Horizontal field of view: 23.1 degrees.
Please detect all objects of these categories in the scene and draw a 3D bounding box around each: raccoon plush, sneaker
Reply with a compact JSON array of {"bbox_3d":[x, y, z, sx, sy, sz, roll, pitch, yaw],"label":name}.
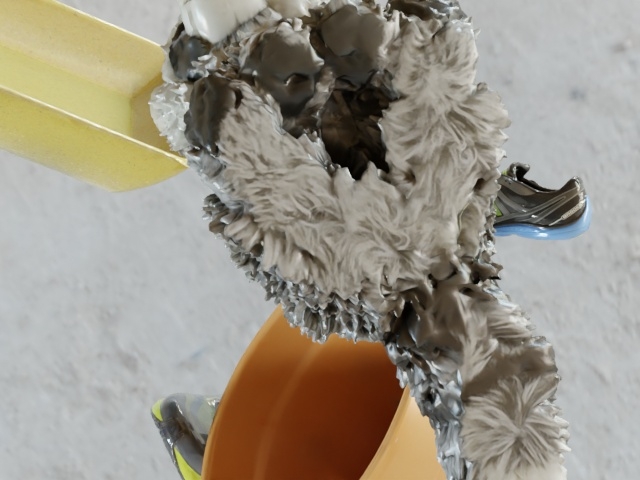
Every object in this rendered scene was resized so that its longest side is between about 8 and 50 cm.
[{"bbox_3d":[0.000,0.000,1.148,0.216,0.446,0.299,-13,6,-14],"label":"raccoon plush"},{"bbox_3d":[-0.050,0.174,1.523,0.121,0.300,0.111,-39,68,23],"label":"sneaker"},{"bbox_3d":[0.185,-0.043,1.606,0.188,0.078,0.067,2,11,21],"label":"sneaker"}]

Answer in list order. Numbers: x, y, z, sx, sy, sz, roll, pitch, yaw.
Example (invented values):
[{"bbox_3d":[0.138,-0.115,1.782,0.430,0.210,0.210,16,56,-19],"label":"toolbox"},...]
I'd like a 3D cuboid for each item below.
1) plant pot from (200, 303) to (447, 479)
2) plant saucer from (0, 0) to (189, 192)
[{"bbox_3d":[0.063,0.177,1.341,0.291,0.203,0.291,-41,32,33],"label":"plant pot"},{"bbox_3d":[-0.294,-0.164,1.560,0.081,0.332,0.333,-63,16,20],"label":"plant saucer"}]
